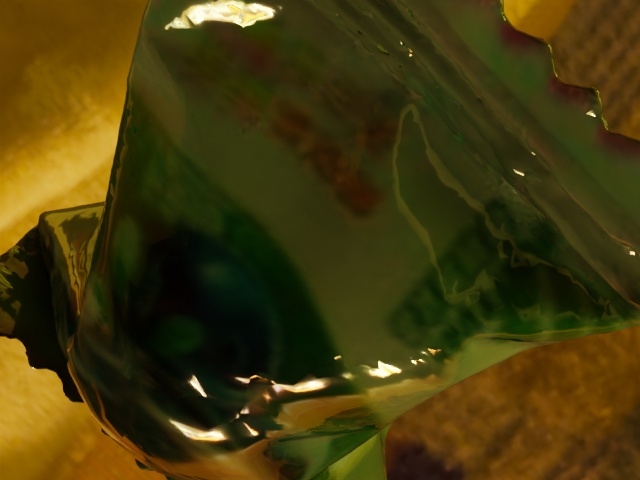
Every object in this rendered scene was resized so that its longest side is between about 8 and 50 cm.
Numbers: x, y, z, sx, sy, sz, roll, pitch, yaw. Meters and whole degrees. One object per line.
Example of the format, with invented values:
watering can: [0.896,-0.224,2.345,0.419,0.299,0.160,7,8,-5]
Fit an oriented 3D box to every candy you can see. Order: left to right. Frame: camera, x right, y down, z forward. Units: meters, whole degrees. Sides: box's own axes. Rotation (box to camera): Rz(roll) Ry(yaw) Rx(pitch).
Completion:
candy: [-0.004,0.004,0.727,0.263,0.398,0.172,36,58,-2]
